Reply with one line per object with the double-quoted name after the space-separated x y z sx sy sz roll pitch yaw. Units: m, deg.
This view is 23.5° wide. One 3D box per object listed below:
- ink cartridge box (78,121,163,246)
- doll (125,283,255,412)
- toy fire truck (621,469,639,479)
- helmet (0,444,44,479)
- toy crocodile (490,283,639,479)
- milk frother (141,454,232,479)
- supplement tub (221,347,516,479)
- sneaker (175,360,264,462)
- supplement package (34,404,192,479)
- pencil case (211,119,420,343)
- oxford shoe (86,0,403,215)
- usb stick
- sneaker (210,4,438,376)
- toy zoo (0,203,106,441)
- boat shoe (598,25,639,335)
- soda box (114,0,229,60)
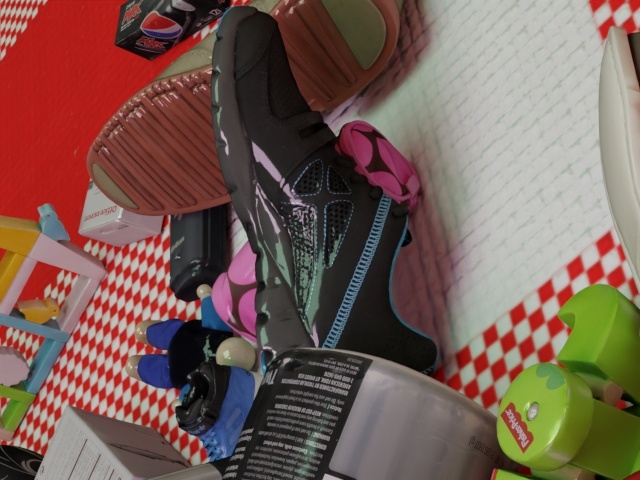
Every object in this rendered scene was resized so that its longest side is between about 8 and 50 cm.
-0.211 -0.069 1.711 0.099 0.056 0.135 -14 60 52 "ink cartridge box"
-0.125 0.106 1.496 0.189 0.046 0.129 0 74 56 "doll"
0.243 0.163 0.852 0.217 0.158 0.246 15 72 58 "toy fire truck"
-0.333 0.290 1.605 0.161 0.169 0.169 9 79 40 "helmet"
0.144 0.190 0.994 0.105 0.115 0.341 5 74 61 "toy crocodile"
-0.079 0.252 1.262 0.143 0.134 0.129 22 122 60 "milk frother"
0.000 0.249 1.054 0.193 0.193 0.316 -5 58 55 "supplement tub"
-0.095 0.182 1.373 0.058 0.084 0.152 -20 57 50 "sneaker"
-0.187 0.243 1.453 0.179 0.105 0.105 30 97 57 "supplement package"
0.000 0.000 1.337 0.209 0.098 0.095 -51 -8 26 "pencil case"
-0.066 -0.152 1.491 0.397 0.140 0.146 -28 23 32 "oxford shoe"
-0.129 -0.068 1.601 0.077 0.045 0.278 -35 46 40 "usb stick"
-0.003 -0.029 1.236 0.125 0.139 0.341 49 -153 -85 "sneaker"
-0.372 0.082 1.736 0.293 0.192 0.030 -59 34 16 "toy zoo"
0.241 -0.024 0.996 0.109 0.091 0.305 83 -177 -50 "boat shoe"
-0.170 -0.266 1.767 0.169 0.053 0.060 -22 54 49 "soda box"
